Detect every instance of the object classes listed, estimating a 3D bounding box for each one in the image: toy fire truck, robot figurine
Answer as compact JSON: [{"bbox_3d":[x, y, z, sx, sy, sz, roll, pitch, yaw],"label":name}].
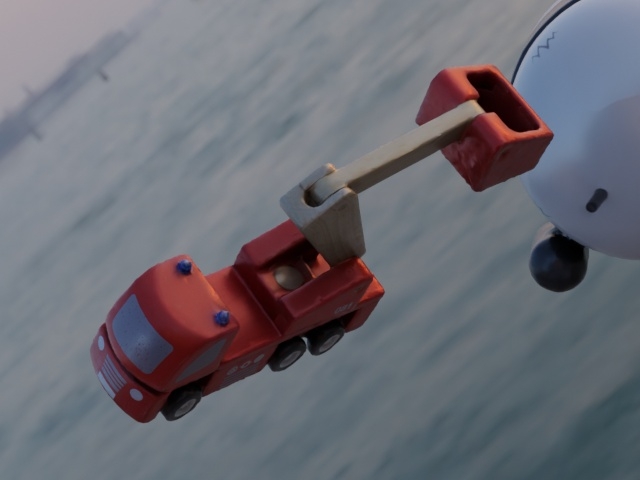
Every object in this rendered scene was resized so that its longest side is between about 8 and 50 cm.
[{"bbox_3d":[0.000,0.000,0.828,0.192,0.047,0.135,-21,-25,-39],"label":"toy fire truck"},{"bbox_3d":[0.207,-0.083,1.208,0.173,0.209,0.278,-7,10,10],"label":"robot figurine"}]
